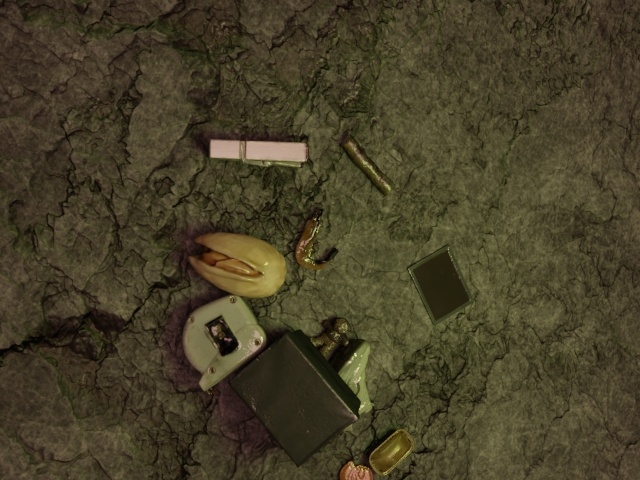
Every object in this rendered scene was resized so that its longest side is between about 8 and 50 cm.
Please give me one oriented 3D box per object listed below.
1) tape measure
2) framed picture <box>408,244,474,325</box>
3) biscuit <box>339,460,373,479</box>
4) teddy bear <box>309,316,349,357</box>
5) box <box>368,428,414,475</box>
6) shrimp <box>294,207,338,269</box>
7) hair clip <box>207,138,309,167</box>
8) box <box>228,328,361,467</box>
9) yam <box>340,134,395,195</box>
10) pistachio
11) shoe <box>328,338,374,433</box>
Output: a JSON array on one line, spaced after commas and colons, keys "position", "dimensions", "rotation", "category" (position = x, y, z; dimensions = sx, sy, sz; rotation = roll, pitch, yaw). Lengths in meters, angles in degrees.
[{"position": [-0.316, 0.322, 1.771], "dimensions": [0.258, 0.130, 0.265], "rotation": [-35, 85, -3], "category": "tape measure"}, {"position": [0.459, 0.170, 2.089], "dimensions": [0.197, 0.014, 0.253], "rotation": [-28, 99, -14], "category": "framed picture"}, {"position": [0.132, 0.860, 1.990], "dimensions": [0.130, 0.019, 0.102], "rotation": [27, 83, 3], "category": "biscuit"}, {"position": [0.040, 0.341, 1.939], "dimensions": [0.160, 0.078, 0.119], "rotation": [-43, 69, -5], "category": "teddy bear"}, {"position": [0.254, 0.765, 2.001], "dimensions": [0.177, 0.111, 0.111], "rotation": [-39, 102, -12], "category": "box"}, {"position": [0.000, 0.000, 1.926], "dimensions": [0.152, 0.046, 0.220], "rotation": [19, 90, -16], "category": "shrimp"}, {"position": [-0.206, -0.290, 1.829], "dimensions": [0.330, 0.101, 0.085], "rotation": [0, 96, -16], "category": "hair clip"}, {"position": [-0.074, 0.490, 1.764], "dimensions": [0.251, 0.204, 0.345], "rotation": [-41, 82, 3], "category": "box"}, {"position": [0.168, -0.267, 1.962], "dimensions": [0.061, 0.061, 0.253], "rotation": [-45, 102, -11], "category": "yam"}, {"position": [-0.264, 0.072, 1.768], "dimensions": [0.317, 0.214, 0.194], "rotation": [21, 88, 1], "category": "pistachio"}, {"position": [0.109, 0.521, 1.940], "dimensions": [0.210, 0.132, 0.342], "rotation": [32, 88, -18], "category": "shoe"}]
